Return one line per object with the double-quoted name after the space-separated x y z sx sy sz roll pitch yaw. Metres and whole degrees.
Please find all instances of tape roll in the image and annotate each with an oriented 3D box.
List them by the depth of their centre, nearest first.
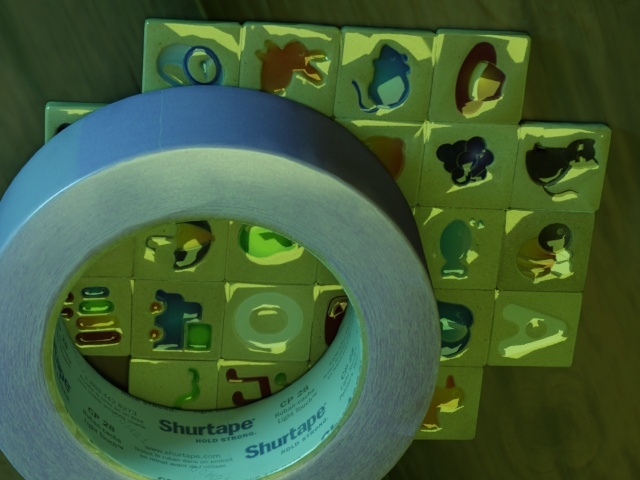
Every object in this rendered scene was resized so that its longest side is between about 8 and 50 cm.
-0.068 0.049 1.182 0.275 0.090 0.274 -2 118 -3 "tape roll"

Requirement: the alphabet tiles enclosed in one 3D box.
0.000 0.000 1.219 0.343 0.011 0.285 2 117 -6 "alphabet tiles"
